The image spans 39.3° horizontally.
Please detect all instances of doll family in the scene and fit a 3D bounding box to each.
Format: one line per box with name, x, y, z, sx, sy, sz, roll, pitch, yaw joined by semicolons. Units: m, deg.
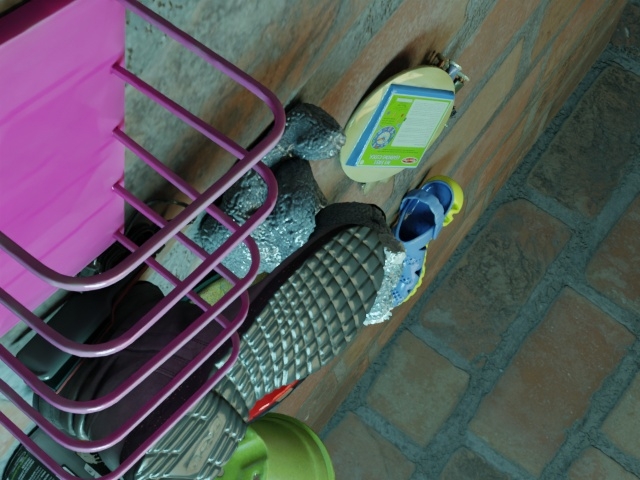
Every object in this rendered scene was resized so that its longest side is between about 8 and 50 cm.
doll family;0.182;-0.231;1.431;0.111;0.076;0.193;-52;162;10

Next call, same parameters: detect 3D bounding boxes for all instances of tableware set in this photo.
tableware set;0.124;-0.147;1.532;0.169;0.020;0.141;-58;165;14

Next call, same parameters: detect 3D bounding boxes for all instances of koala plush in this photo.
koala plush;0.000;0.000;1.031;0.203;0.221;0.196;-47;165;-28

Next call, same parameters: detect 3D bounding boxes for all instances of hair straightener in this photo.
hair straightener;-0.194;0.040;0.838;0.230;0.047;0.089;-48;165;-26

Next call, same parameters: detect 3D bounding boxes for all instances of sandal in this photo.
sandal;0.183;0.001;1.909;0.318;0.126;0.138;-65;161;9

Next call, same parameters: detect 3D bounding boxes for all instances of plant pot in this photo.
plant pot;-0.138;0.419;1.576;0.276;0.276;0.254;-53;155;-7

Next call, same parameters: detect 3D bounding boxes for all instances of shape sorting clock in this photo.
shape sorting clock;0.111;-0.168;1.308;0.206;0.040;0.206;-28;144;-23

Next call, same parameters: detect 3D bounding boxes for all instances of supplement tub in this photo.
supplement tub;-0.237;0.284;0.974;0.117;0.190;0.117;-50;167;-17

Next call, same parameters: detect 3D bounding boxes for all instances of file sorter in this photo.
file sorter;-0.153;0.010;0.617;0.202;0.182;0.291;-45;164;-34

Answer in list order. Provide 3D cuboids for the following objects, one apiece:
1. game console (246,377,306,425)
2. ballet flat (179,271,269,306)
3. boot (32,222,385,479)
game console;-0.113;0.202;1.250;0.386;0.060;0.342;-37;-178;32
ballet flat;-0.071;0.074;1.198;0.348;0.123;0.123;-37;158;-51
boot;-0.114;0.077;0.869;0.338;0.222;0.118;-41;129;-24
